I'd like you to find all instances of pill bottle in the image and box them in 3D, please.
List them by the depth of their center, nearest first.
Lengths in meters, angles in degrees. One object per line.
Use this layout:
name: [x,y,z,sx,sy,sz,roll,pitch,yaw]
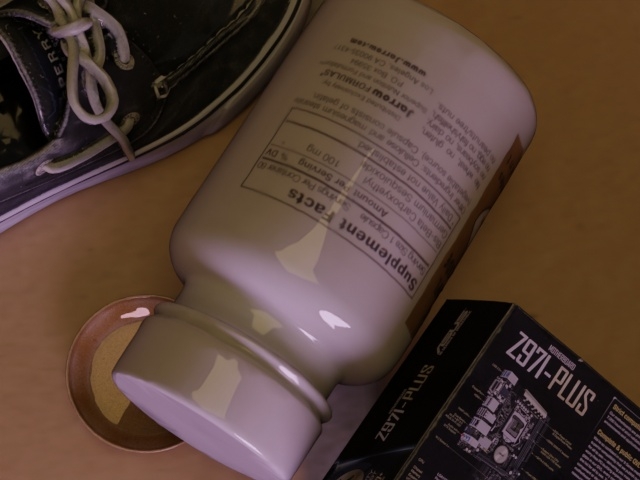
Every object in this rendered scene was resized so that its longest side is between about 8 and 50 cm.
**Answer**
pill bottle: [0.000,0.000,0.915,0.131,0.131,0.229,31,74,4]

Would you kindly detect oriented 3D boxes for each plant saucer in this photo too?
plant saucer: [-0.091,0.070,0.957,0.083,0.015,0.083,1,76,-4]

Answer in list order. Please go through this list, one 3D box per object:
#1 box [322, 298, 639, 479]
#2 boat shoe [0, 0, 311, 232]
box: [0.101,0.139,0.892,0.180,0.077,0.147,39,77,-16]
boat shoe: [-0.136,-0.088,0.946,0.306,0.105,0.113,-27,80,-9]
